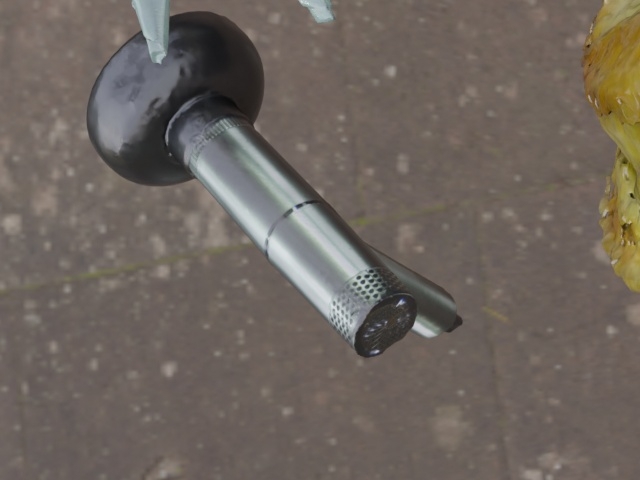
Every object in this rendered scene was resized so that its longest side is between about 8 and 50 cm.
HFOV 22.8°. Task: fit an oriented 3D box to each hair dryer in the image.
[{"bbox_3d":[-0.020,0.001,1.292,0.155,0.284,0.320,-40,63,-5],"label":"hair dryer"}]

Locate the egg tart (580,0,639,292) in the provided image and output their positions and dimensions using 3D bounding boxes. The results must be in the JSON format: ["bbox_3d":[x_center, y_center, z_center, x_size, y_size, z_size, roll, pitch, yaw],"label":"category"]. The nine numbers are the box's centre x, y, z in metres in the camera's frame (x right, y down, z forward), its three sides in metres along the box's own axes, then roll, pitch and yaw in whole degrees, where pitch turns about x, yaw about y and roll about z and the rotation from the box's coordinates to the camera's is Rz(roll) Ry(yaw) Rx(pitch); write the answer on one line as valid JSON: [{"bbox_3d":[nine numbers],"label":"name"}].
[{"bbox_3d":[0.313,-0.153,1.037,0.443,0.178,0.443,-50,18,22],"label":"egg tart"}]

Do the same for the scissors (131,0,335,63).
[{"bbox_3d":[-0.094,-0.273,0.779,0.256,0.029,0.384,-21,108,-1],"label":"scissors"}]
